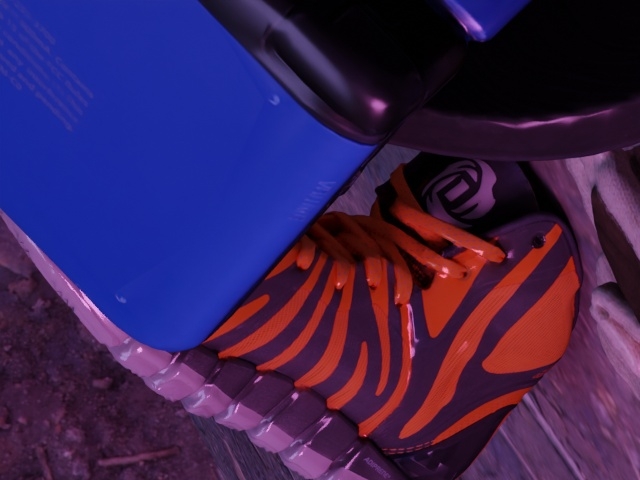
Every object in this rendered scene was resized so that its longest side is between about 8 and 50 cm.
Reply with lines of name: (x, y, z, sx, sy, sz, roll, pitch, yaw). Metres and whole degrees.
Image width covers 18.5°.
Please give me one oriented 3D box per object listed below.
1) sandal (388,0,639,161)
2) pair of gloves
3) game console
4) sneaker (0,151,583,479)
sandal: (-0.019, -0.194, 0.661, 0.446, 0.167, 0.107, 55, 171, 34)
pair of gloves: (0.140, 0.069, 0.746, 0.240, 0.042, 0.204, 72, 177, -63)
game console: (-0.051, -0.157, 0.548, 0.293, 0.173, 0.250, 47, 145, 3)
sneaker: (0.000, 0.000, 0.909, 0.321, 0.180, 0.124, 38, -169, -45)
